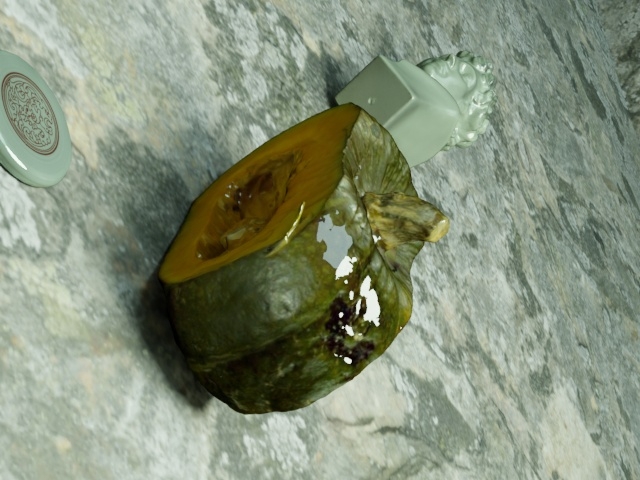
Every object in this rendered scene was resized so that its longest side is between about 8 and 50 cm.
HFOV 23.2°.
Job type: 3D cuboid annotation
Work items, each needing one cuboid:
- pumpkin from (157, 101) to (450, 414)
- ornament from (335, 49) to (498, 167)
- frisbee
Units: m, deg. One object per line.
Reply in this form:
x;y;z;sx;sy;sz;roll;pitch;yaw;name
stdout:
0.000;0.000;1.283;0.139;0.221;0.317;59;23;-16;pumpkin
0.114;-0.150;1.822;0.120;0.130;0.285;52;30;8;ornament
-0.219;-0.091;1.154;0.110;0.014;0.110;48;28;-37;frisbee
